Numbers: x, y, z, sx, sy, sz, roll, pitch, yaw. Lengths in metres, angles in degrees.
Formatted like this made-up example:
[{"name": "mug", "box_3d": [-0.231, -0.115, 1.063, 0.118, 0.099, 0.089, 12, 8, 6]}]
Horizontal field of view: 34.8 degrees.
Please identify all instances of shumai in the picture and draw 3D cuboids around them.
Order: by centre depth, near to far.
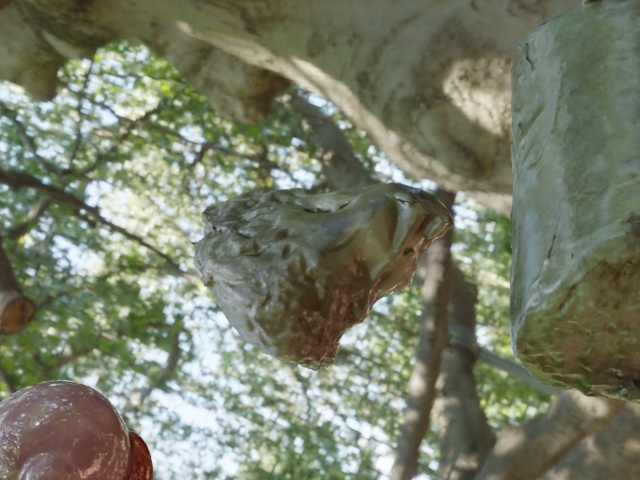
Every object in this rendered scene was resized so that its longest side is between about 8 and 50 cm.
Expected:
[{"name": "shumai", "box_3d": [0.002, -0.003, 1.319, 0.283, 0.217, 0.346, -40, 25, 16]}]

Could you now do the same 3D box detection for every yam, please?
[{"name": "yam", "box_3d": [0.240, -0.030, 0.794, 0.195, 0.195, 0.300, 76, -163, -52]}]

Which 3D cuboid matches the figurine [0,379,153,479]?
[{"name": "figurine", "box_3d": [-0.289, 0.233, 1.096, 0.173, 0.173, 0.173, -45, -33, -42]}]
